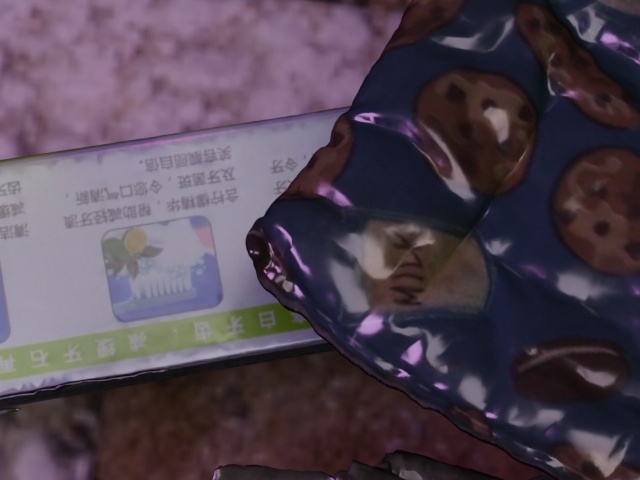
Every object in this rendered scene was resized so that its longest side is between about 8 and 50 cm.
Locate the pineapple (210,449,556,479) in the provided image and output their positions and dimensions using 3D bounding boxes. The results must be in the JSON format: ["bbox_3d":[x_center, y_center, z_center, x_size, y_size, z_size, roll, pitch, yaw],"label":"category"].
[{"bbox_3d":[0.147,0.105,0.637,0.364,0.165,0.166,0,82,-3],"label":"pineapple"}]

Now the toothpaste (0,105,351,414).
[{"bbox_3d":[0.000,0.000,0.683,0.336,0.067,0.081,-9,83,-7],"label":"toothpaste"}]

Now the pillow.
[{"bbox_3d":[0.116,-0.041,0.600,0.189,0.034,0.255,32,70,11],"label":"pillow"}]
